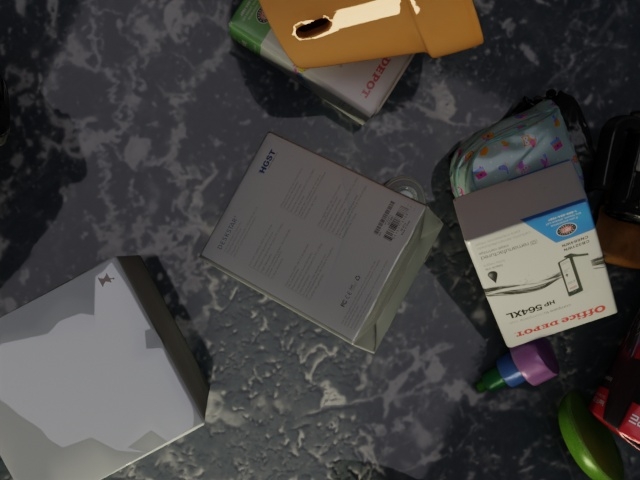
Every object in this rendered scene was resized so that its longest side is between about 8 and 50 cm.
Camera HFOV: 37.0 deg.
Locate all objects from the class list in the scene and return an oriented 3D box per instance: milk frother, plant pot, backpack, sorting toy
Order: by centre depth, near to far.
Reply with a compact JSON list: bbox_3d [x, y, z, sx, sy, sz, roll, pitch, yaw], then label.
[{"bbox_3d":[0.034,-0.313,1.033,0.203,0.291,0.291,-21,92,11],"label":"plant pot"},{"bbox_3d":[0.417,-0.088,1.157,0.129,0.143,0.135,15,88,-42],"label":"milk frother"},{"bbox_3d":[0.253,-0.098,1.212,0.182,0.115,0.152,-22,94,-2],"label":"backpack"},{"bbox_3d":[0.322,0.298,1.239,0.126,0.127,0.366,-34,90,25],"label":"sorting toy"}]

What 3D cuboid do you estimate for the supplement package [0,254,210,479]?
[{"bbox_3d":[-0.258,0.147,1.086,0.198,0.262,0.199,-28,92,-5],"label":"supplement package"}]

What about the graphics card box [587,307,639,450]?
[{"bbox_3d":[0.444,0.070,1.105,0.094,0.233,0.371,29,91,9],"label":"graphics card box"}]

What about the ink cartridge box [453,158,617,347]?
[{"bbox_3d":[0.264,0.021,1.160,0.148,0.086,0.203,-20,130,11],"label":"ink cartridge box"}]

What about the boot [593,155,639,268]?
[{"bbox_3d":[0.477,0.053,1.242,0.280,0.096,0.264,18,90,-3],"label":"boot"}]

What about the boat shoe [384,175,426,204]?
[{"bbox_3d":[0.082,0.026,1.210,0.079,0.081,0.228,21,88,-5],"label":"boat shoe"}]

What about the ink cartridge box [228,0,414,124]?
[{"bbox_3d":[0.014,-0.267,1.201,0.212,0.093,0.154,32,87,-3],"label":"ink cartridge box"}]

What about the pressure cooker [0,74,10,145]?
[{"bbox_3d":[-0.545,-0.100,0.934,0.375,0.420,0.370,38,50,3],"label":"pressure cooker"}]

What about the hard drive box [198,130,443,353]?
[{"bbox_3d":[0.000,0.000,1.149,0.232,0.089,0.181,28,87,24],"label":"hard drive box"}]
